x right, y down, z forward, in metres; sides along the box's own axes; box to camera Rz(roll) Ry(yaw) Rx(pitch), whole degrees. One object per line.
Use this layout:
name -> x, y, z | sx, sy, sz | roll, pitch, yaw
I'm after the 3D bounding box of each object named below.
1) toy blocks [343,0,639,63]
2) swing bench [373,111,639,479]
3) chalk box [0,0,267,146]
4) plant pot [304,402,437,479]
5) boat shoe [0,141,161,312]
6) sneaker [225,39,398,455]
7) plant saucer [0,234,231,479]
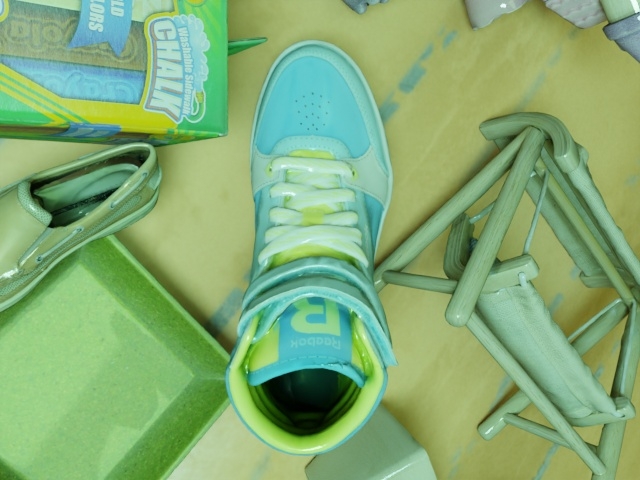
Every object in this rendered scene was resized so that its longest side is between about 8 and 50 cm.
toy blocks -> 0.205, -0.246, 0.518 | 0.309, 0.288, 0.260 | -33, 102, -26
swing bench -> 0.216, 0.047, 0.615 | 0.253, 0.165, 0.254 | 47, 72, -22
chalk box -> -0.142, -0.131, 0.422 | 0.213, 0.132, 0.132 | -1, 93, -34
plant pot -> 0.048, 0.233, 0.575 | 0.096, 0.109, 0.109 | -24, 105, -13
boat shoe -> -0.186, -0.013, 0.399 | 0.190, 0.072, 0.068 | -40, 88, -28
sneaker -> 0.000, 0.000, 0.460 | 0.127, 0.208, 0.319 | -1, 94, 0
plant saucer -> -0.179, 0.110, 0.465 | 0.188, 0.045, 0.188 | -49, 113, -24
